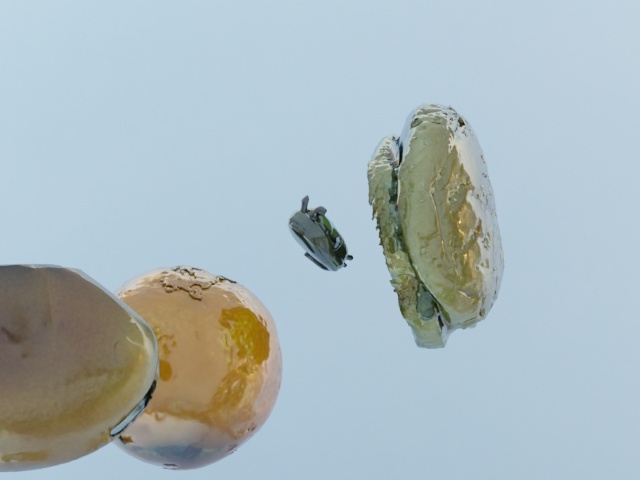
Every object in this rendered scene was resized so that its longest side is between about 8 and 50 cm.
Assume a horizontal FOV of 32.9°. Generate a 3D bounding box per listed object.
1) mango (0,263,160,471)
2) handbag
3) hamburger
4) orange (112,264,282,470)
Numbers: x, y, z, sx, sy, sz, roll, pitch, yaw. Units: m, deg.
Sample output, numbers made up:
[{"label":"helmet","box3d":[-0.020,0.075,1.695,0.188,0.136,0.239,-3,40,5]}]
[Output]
[{"label":"mango","box3d":[-0.252,0.107,0.898,0.236,0.136,0.166,-3,-95,-11]},{"label":"handbag","box3d":[0.000,0.000,1.244,0.047,0.111,0.072,-45,-134,-9]},{"label":"hamburger","box3d":[0.148,-0.023,1.309,0.134,0.285,0.265,-15,-169,12]},{"label":"orange","box3d":[-0.169,0.154,1.302,0.246,0.246,0.246,-6,-129,7]}]
